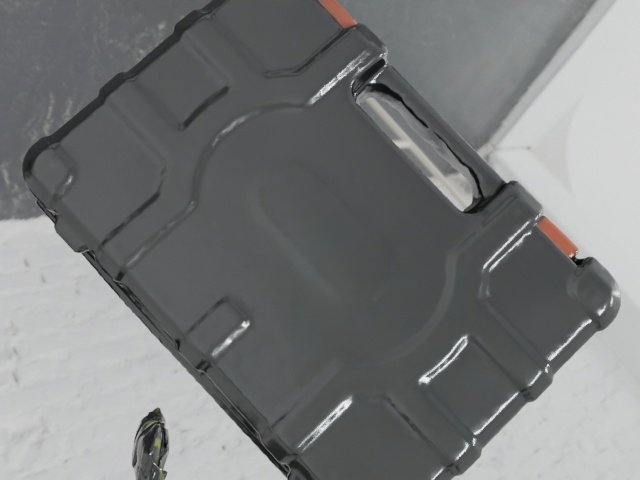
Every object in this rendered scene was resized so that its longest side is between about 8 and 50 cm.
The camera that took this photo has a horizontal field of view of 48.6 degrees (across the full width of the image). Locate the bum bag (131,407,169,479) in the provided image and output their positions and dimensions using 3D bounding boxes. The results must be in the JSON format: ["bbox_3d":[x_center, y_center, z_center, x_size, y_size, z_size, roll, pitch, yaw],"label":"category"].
[{"bbox_3d":[-0.303,0.363,1.265,0.232,0.060,0.106,180,-72,-73],"label":"bum bag"}]

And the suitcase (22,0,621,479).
[{"bbox_3d":[0.000,0.000,0.399,0.206,0.285,0.066,-42,175,-8],"label":"suitcase"}]
